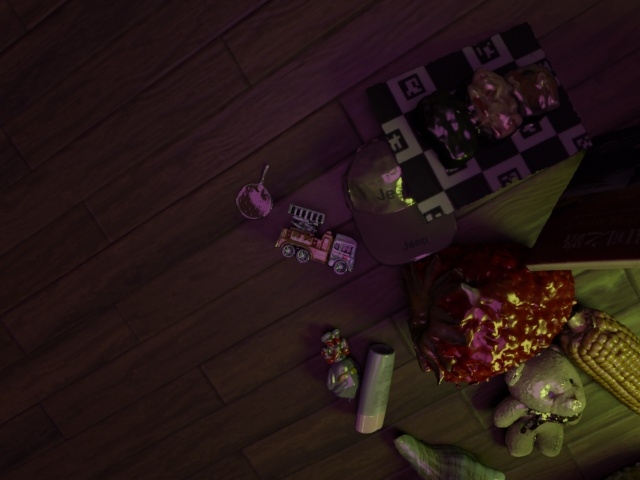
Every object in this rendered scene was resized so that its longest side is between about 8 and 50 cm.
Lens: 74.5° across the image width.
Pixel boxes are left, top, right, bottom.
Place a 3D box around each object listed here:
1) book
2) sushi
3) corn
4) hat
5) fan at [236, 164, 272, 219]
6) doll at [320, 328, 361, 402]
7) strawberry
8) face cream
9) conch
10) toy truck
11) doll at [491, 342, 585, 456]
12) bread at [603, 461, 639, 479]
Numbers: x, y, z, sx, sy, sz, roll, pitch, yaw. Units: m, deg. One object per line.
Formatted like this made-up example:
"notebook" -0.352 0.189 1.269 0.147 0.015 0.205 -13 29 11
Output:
"book" 0.531 -0.093 0.696 0.028 0.262 0.374 48 66 -17
"sushi" 0.313 -0.244 0.781 0.373 0.100 0.296 -23 84 -3
"corn" 0.645 0.272 0.897 0.347 0.130 0.130 43 100 -6
"hat" 0.157 -0.089 0.844 0.214 0.245 0.149 -25 136 7
"fan" -0.142 -0.110 0.955 0.085 0.005 0.133 22 102 1
"doll" 0.047 0.296 0.981 0.094 0.079 0.180 -20 93 -29
"strawberry" 0.345 0.145 0.840 0.343 0.292 0.292 2 100 -11
"face cream" 0.127 0.344 0.981 0.084 0.057 0.198 1 103 -41
"conch" 0.337 0.597 0.964 0.203 0.169 0.386 -40 97 -15
"toy truck" 0.000 0.000 0.928 0.177 0.080 0.115 18 91 3
"doll" 0.494 0.380 0.931 0.175 0.149 0.278 -18 114 -25
"bread" 0.747 0.662 0.892 0.395 0.264 0.239 -39 91 11
